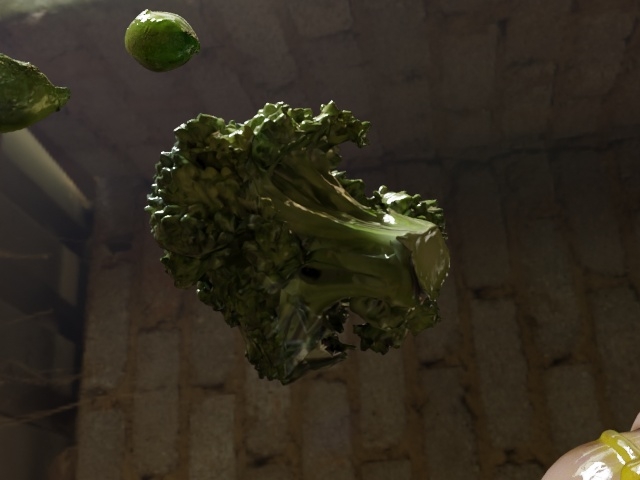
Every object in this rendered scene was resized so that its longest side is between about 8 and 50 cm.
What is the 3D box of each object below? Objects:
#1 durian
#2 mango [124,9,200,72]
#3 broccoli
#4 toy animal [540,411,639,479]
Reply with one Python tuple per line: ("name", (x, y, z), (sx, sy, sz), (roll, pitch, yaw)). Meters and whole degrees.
("durian", (-0.562, -0.252, 1.364), (0.250, 0.139, 0.101), (23, -145, -43))
("mango", (-0.288, -0.365, 1.455), (0.178, 0.119, 0.100), (27, 160, 46))
("broccoli", (-0.008, 0.002, 0.903), (0.277, 0.318, 0.338), (-57, -17, -32))
("toy animal", (0.219, 0.156, 0.459), (0.165, 0.248, 0.149), (153, 101, -82))
